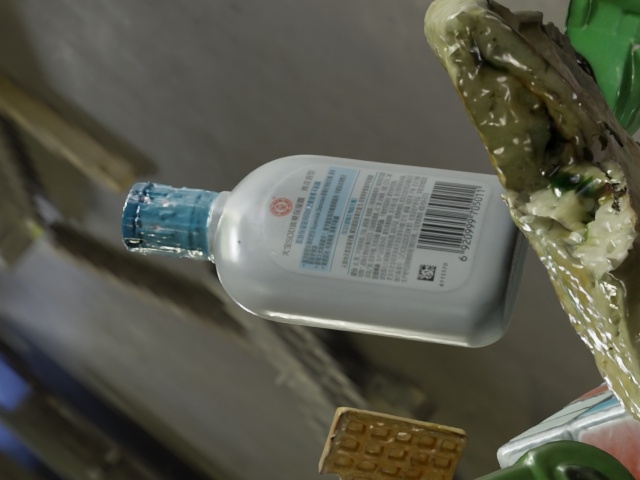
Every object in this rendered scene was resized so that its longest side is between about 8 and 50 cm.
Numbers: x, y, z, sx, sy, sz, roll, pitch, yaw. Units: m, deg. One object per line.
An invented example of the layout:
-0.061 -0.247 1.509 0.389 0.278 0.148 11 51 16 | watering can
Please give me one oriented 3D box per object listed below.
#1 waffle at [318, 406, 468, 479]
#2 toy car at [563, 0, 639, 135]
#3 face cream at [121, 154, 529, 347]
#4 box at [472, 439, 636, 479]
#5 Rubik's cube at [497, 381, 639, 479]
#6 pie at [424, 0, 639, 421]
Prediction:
0.066 0.208 1.826 0.135 0.092 0.021 11 -157 -16 | waffle
0.342 -0.258 1.996 0.176 0.358 0.213 17 -162 19 | toy car
0.000 0.000 1.604 0.337 0.163 0.080 6 145 14 | face cream
0.085 0.260 0.823 0.328 0.253 0.178 63 158 19 | box
0.323 0.205 1.404 0.253 0.256 0.259 -24 85 31 | Rubik's cube
0.171 -0.006 1.122 0.337 0.075 0.337 51 -163 -22 | pie
